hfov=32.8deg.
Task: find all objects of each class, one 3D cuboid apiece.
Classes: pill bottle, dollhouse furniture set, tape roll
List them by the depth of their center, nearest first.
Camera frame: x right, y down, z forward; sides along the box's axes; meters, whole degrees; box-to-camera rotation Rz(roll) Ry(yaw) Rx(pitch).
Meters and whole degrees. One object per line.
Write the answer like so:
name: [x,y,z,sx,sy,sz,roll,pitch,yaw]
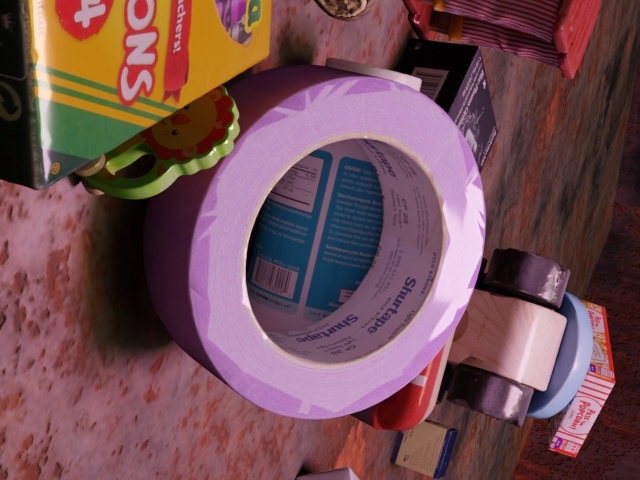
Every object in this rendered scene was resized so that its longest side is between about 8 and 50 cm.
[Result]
tape roll: [0.000,0.000,0.876,0.274,0.090,0.275,-10,110,-30]
pill bottle: [0.020,-0.033,1.022,0.146,0.146,0.264,-6,112,-68]
dollhouse furniture set: [0.253,-0.399,1.273,0.374,0.201,0.152,-69,159,-10]

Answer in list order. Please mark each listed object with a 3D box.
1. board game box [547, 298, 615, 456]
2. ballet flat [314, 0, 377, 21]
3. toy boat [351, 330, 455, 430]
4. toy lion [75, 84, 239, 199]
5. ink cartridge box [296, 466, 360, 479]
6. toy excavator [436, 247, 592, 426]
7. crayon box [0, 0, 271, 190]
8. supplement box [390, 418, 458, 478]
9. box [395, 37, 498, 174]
board game box: [0.379,0.200,1.605,0.193,0.045,0.147,-73,-179,-59]
ballet flat: [0.000,-0.277,0.871,0.250,0.084,0.058,78,19,-44]
toy boat: [0.062,0.110,1.281,0.151,0.151,0.231,3,104,-46]
toy lion: [-0.107,-0.069,0.736,0.100,0.096,0.034,-63,157,-25]
ink cartridge box: [0.029,0.378,1.395,0.175,0.072,0.128,63,16,-62]
toy excavator: [0.266,0.164,1.656,0.445,0.432,0.222,25,81,-41]
crayon box: [-0.108,-0.186,0.667,0.318,0.081,0.202,-45,145,-53]
supplement box: [0.172,0.339,1.790,0.056,0.083,0.083,22,85,-70]
box: [0.139,-0.131,1.309,0.156,0.093,0.158,-63,151,-28]
